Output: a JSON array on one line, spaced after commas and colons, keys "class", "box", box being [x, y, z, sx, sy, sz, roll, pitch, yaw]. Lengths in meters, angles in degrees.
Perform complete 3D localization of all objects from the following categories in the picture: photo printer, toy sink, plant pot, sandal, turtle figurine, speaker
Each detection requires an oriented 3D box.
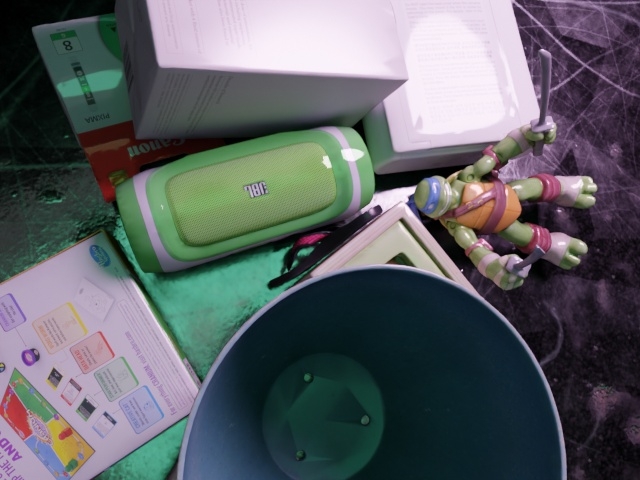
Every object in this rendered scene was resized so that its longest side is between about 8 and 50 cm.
[{"class": "photo printer", "box": [0.169, -0.262, 0.695, 0.256, 0.107, 0.307, -9, 81, -14]}, {"class": "toy sink", "box": [0.105, 0.094, 0.605, 0.153, 0.131, 0.234, -37, 89, -15]}, {"class": "plant pot", "box": [0.026, 0.176, 0.425, 0.290, 0.195, 0.290, 2, 80, -14]}, {"class": "sandal", "box": [0.000, 0.000, 0.602, 0.179, 0.067, 0.040, -38, 88, 24]}, {"class": "turtle figurine", "box": [0.275, -0.041, 0.607, 0.266, 0.275, 0.197, 7, 61, -30]}, {"class": "speaker", "box": [-0.087, -0.056, 0.594, 0.296, 0.131, 0.131, -18, 84, -14]}]

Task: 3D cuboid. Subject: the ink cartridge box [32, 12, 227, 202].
[{"class": "ink cartridge box", "box": [-0.234, -0.183, 0.613, 0.181, 0.056, 0.224, -23, 83, -23]}]

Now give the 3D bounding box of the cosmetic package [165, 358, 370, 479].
[{"class": "cosmetic package", "box": [-0.089, 0.280, 0.540, 0.160, 0.113, 0.309, 32, 76, -5]}]

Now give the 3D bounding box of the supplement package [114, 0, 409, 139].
[{"class": "supplement package", "box": [-0.074, -0.235, 0.571, 0.293, 0.175, 0.177, -8, 81, -29]}]

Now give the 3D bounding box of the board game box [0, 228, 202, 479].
[{"class": "board game box", "box": [-0.326, 0.169, 0.534, 0.316, 0.064, 0.242, -30, 87, -15]}]
